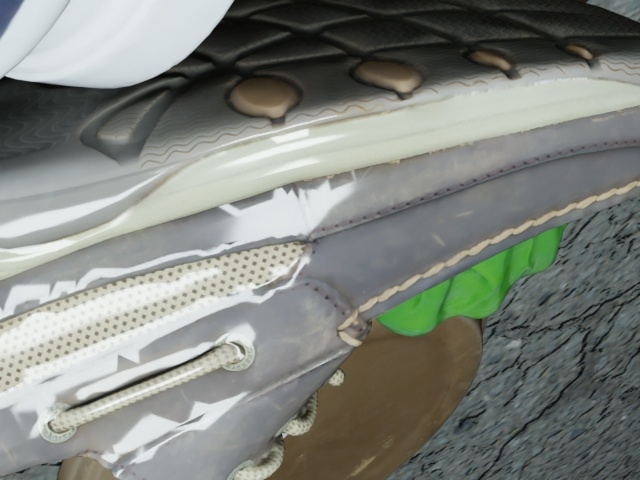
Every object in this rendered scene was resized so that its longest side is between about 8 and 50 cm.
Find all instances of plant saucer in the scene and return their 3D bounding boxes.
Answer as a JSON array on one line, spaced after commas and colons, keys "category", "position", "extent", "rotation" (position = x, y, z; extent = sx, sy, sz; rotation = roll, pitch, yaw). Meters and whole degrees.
[{"category": "plant saucer", "position": [-0.017, 0.103, 1.016], "extent": [0.278, 0.041, 0.278], "rotation": [-25, 151, -15]}]

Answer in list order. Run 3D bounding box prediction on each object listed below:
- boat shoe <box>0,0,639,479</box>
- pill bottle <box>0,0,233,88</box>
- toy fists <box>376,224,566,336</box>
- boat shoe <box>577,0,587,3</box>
[{"category": "boat shoe", "position": [-0.055, 0.009, 0.570], "extent": [0.355, 0.132, 0.130], "rotation": [-13, 116, -4]}, {"category": "pill bottle", "position": [-0.144, -0.109, 0.432], "extent": [0.265, 0.153, 0.153], "rotation": [1, 136, -48]}, {"category": "toy fists", "position": [0.000, 0.000, 0.820], "extent": [0.279, 0.096, 0.142], "rotation": [-26, 141, -12]}, {"category": "boat shoe", "position": [0.002, -0.094, 0.675], "extent": [0.342, 0.123, 0.123], "rotation": [-45, -167, 5]}]
